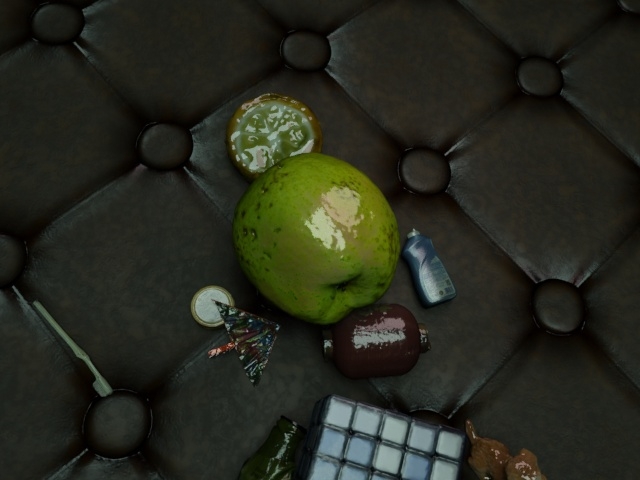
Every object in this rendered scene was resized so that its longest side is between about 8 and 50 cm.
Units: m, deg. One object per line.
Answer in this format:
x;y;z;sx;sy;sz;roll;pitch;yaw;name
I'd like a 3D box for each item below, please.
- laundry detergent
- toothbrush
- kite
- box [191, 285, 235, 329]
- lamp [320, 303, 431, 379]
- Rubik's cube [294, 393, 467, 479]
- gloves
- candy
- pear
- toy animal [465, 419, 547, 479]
0.267;0.064;1.408;0.097;0.061;0.206;-18;74;-9;laundry detergent
-0.574;0.245;1.281;0.028;0.026;0.294;-40;80;-1;toothbrush
-0.181;0.231;1.314;0.189;0.009;0.232;-22;87;-25;kite
-0.259;0.161;1.335;0.106;0.037;0.105;2;71;-6;box
0.128;0.230;1.287;0.258;0.180;0.180;-3;72;-8;lamp
0.097;0.495;1.127;0.287;0.292;0.292;17;68;0;Rubik's cube
-0.118;0.508;1.190;0.135;0.107;0.268;16;82;42;gloves
-0.122;-0.261;1.450;0.260;0.118;0.259;1;73;-3;candy
0.000;0.000;1.237;0.392;0.391;0.390;2;71;-5;pear
0.397;0.479;1.216;0.104;0.185;0.183;-26;76;-12;toy animal
